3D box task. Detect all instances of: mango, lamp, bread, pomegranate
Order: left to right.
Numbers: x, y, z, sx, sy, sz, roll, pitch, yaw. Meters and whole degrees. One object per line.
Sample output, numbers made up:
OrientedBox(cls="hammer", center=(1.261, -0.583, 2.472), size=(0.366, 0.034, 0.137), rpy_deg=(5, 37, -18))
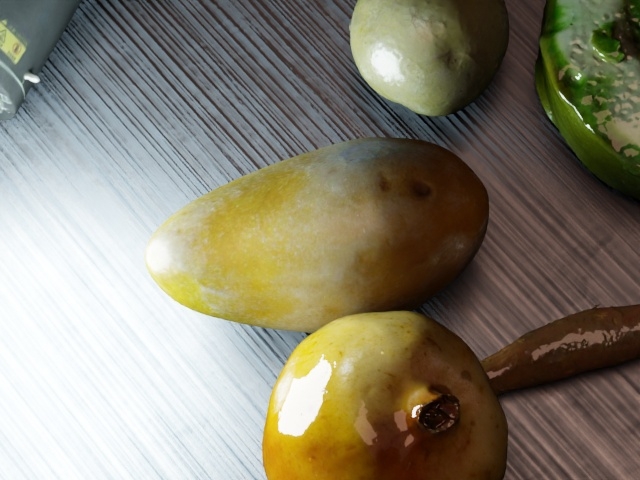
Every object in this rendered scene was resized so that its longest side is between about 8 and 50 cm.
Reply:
OrientedBox(cls="lamp", center=(-0.393, -0.270, 1.935), size=(0.374, 0.205, 0.272), rpy_deg=(-3, 61, 21))
OrientedBox(cls="mango", center=(0.000, 0.000, 1.787), size=(0.383, 0.199, 0.221), rpy_deg=(-12, 28, -13))
OrientedBox(cls="pomegranate", center=(0.069, 0.196, 1.683), size=(0.264, 0.264, 0.264), rpy_deg=(-2, 68, 4))
OrientedBox(cls="bread", center=(0.443, -0.215, 1.888), size=(0.381, 0.129, 0.366), rpy_deg=(-20, 67, -4))

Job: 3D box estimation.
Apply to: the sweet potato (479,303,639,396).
OrientedBox(cls="sweet potato", center=(0.272, 0.113, 1.803), size=(0.314, 0.066, 0.072), rpy_deg=(-14, 60, 2))

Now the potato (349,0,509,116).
OrientedBox(cls="potato", center=(0.126, -0.250, 1.918), size=(0.177, 0.160, 0.235), rpy_deg=(16, 47, -30))
